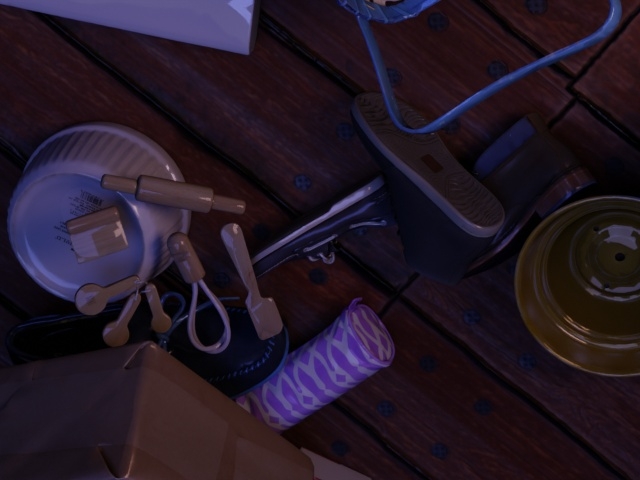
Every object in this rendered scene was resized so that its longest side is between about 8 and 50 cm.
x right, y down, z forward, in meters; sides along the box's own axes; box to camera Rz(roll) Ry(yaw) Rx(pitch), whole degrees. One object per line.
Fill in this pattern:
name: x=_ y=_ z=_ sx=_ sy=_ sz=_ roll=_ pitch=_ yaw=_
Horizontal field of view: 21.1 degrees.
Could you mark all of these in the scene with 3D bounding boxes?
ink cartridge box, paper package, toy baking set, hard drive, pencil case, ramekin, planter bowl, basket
ink cartridge box: x=-0.009 y=0.336 z=2.109 sx=0.099 sy=0.056 sz=0.135 roll=25 pitch=117 yaw=2
paper package: x=-0.222 y=0.277 z=1.974 sx=0.309 sy=0.168 sz=0.325 roll=-12 pitch=143 yaw=33
toy baking set: x=-0.160 y=0.028 z=1.913 sx=0.256 sy=0.030 sz=0.197 roll=6 pitch=104 yaw=-13
hard drive: x=-0.210 y=-0.330 z=1.866 sx=0.307 sy=0.040 sz=0.203 roll=12 pitch=116 yaw=8
pencil case: x=-0.011 y=0.154 z=2.016 sx=0.206 sy=0.086 sz=0.088 roll=-33 pitch=79 yaw=23
ramekin: x=-0.262 y=-0.024 z=1.979 sx=0.207 sy=0.109 sz=0.207 roll=5 pitch=115 yaw=12
planter bowl: x=0.324 y=0.033 z=1.871 sx=0.217 sy=0.090 sz=0.217 roll=5 pitch=116 yaw=11
basket: x=0.136 y=-0.280 z=1.696 sx=0.254 sy=0.201 sz=0.289 roll=-26 pitch=74 yaw=24

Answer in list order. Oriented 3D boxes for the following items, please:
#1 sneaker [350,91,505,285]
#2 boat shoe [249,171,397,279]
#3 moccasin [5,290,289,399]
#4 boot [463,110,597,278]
sneaker: x=0.093 y=-0.054 z=1.873 sx=0.222 sy=0.083 sz=0.118 roll=50 pitch=137 yaw=21
boat shoe: x=0.000 y=0.000 z=1.946 sx=0.206 sy=0.075 sz=0.065 roll=-31 pitch=100 yaw=19
moccasin: x=-0.210 y=0.135 z=2.007 sx=0.342 sy=0.138 sz=0.117 roll=-10 pitch=154 yaw=16
boot: x=0.201 y=-0.045 z=1.892 sx=0.219 sy=0.082 sz=0.106 roll=-41 pitch=74 yaw=36
